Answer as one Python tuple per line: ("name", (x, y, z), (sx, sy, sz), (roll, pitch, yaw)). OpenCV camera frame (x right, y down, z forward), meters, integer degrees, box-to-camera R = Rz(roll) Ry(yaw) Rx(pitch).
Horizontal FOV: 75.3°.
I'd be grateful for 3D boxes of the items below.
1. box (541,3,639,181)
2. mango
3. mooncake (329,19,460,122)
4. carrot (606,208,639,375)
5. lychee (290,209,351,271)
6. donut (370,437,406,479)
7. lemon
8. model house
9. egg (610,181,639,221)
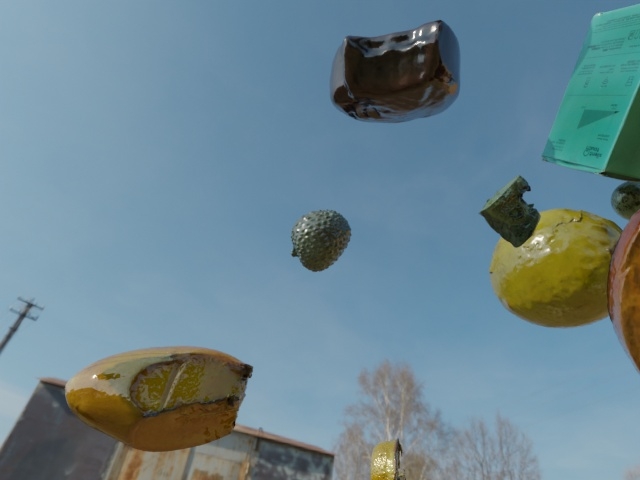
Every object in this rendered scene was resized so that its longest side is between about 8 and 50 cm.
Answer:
("box", (0.594, -0.285, 0.818), (0.118, 0.205, 0.312), (11, -73, -7))
("mango", (-0.227, 0.220, 0.596), (0.252, 0.154, 0.126), (8, -65, -16))
("mooncake", (0.196, -0.410, 1.048), (0.325, 0.174, 0.334), (2, 1, -13))
("carrot", (0.479, 0.074, 0.490), (0.258, 0.100, 0.307), (-26, -89, 9))
("lychee", (0.000, 0.000, 1.734), (0.274, 0.255, 0.255), (-21, -43, -1))
("donut", (0.164, 0.577, 0.987), (0.078, 0.146, 0.181), (-4, -62, 16))
("lemon", (0.494, 0.060, 0.873), (0.260, 0.284, 0.261), (-1, -81, -8))
("model house", (0.304, -0.044, 0.643), (0.083, 0.078, 0.066), (46, -17, 6))
("egg", (0.671, -0.080, 0.877), (0.110, 0.085, 0.085), (37, -46, -18))
